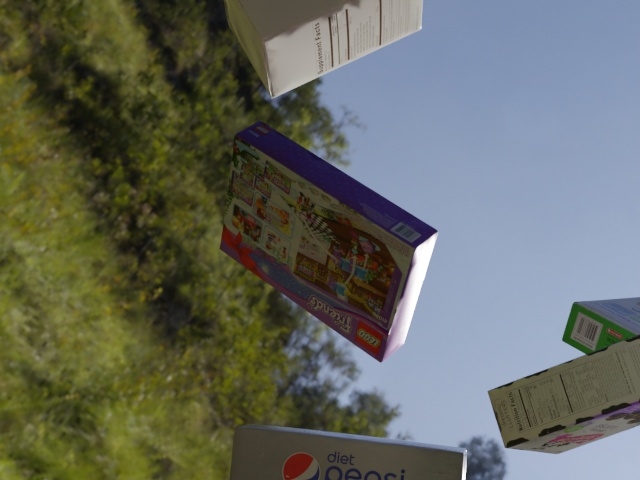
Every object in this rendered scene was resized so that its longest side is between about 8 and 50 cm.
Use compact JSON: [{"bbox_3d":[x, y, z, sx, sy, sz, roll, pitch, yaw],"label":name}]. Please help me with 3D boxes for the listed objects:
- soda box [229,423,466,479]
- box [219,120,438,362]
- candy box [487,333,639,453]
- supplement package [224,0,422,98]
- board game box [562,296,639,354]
[{"bbox_3d":[0.035,0.290,1.297,0.286,0.098,0.091,4,-7,10],"label":"soda box"},{"bbox_3d":[0.000,0.000,1.359,0.293,0.057,0.201,34,-46,23],"label":"box"},{"bbox_3d":[0.312,0.174,1.167,0.196,0.070,0.165,-26,-25,26],"label":"candy box"},{"bbox_3d":[0.002,-0.402,1.737,0.178,0.292,0.175,61,-9,23],"label":"supplement package"},{"bbox_3d":[0.546,0.157,1.523,0.242,0.316,0.064,32,-66,46],"label":"board game box"}]
